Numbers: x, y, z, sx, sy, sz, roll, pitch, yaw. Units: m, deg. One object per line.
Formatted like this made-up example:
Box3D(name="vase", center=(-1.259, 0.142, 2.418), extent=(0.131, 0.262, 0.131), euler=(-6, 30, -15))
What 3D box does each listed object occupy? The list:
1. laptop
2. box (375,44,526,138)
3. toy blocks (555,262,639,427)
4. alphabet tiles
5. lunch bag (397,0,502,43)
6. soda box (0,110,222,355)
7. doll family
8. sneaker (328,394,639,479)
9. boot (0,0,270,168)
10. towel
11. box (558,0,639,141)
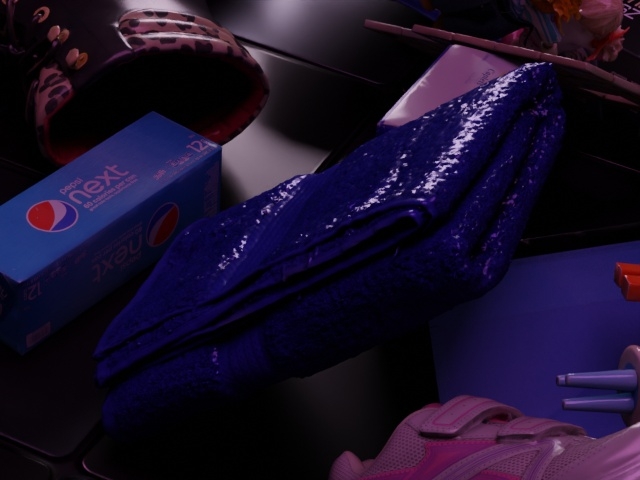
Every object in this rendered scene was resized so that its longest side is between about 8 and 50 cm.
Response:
Box3D(name="laptop", center=(0.202, 0.121, 1.196), extent=(0.234, 0.137, 0.264), euler=(-8, 36, -16))
Box3D(name="box", center=(0.094, -0.050, 1.397), extent=(0.072, 0.137, 0.126), euler=(20, 41, 19))
Box3D(name="toy blocks", center=(0.214, 0.058, 1.196), extent=(0.148, 0.054, 0.123), euler=(1, 60, -12))
Box3D(name="alphabet tiles", center=(0.156, -0.133, 1.493), extent=(0.237, 0.009, 0.198), euler=(18, 2, 39))
Box3D(name="lunch bag", center=(0.090, -0.296, 1.676), extent=(0.293, 0.138, 0.221), euler=(20, 40, 5))
Box3D(name="soda box", center=(-0.162, -0.009, 1.370), extent=(0.071, 0.067, 0.210), euler=(28, 43, 26))
Box3D(name="doll family", center=(0.124, -0.207, 1.470), extent=(0.118, 0.263, 0.163), euler=(-49, 22, -25))
Box3D(name="sneaker", center=(0.098, 0.134, 1.094), extent=(0.252, 0.103, 0.111), euler=(-22, 65, 22))
Box3D(name="boot", center=(-0.244, -0.164, 1.508), extent=(0.377, 0.138, 0.284), euler=(-8, 40, -25))
Box3D(name="towel", center=(0.000, 0.000, 1.231), extent=(0.308, 0.076, 0.228), euler=(-25, 23, 35))
Box3D(name="box", center=(0.300, -0.143, 1.587), extent=(0.180, 0.078, 0.147), euler=(33, 47, 30))
